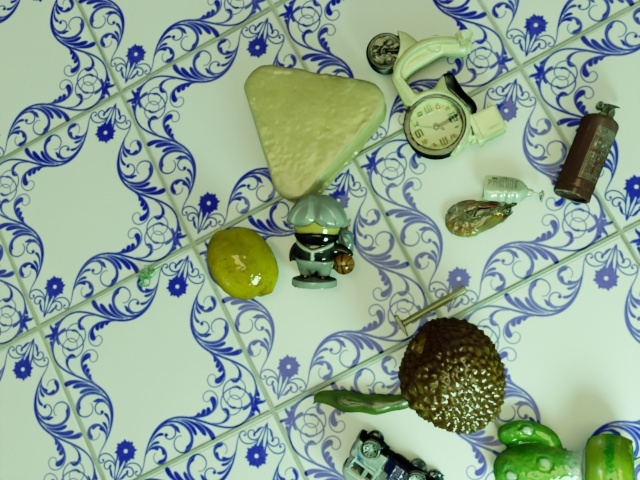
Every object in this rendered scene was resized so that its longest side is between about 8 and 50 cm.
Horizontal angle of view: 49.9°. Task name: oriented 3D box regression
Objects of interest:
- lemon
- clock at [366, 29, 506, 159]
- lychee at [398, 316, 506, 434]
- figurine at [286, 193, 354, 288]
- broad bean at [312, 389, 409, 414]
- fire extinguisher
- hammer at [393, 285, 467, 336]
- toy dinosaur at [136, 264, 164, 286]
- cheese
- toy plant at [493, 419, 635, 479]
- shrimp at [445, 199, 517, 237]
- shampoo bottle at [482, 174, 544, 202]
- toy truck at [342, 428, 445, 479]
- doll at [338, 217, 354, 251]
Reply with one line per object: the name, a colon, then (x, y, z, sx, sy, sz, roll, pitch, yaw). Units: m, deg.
lemon: (-0.203, 0.061, 1.783, 0.170, 0.170, 0.207, -32, 85, 4)
clock: (0.303, -0.401, 1.794, 0.277, 0.120, 0.378, -23, 85, 9)
lychee: (0.321, 0.324, 1.634, 0.268, 0.267, 0.267, -1, 83, 9)
figurine: (0.000, 0.000, 1.753, 0.176, 0.133, 0.236, 1, 97, 7)
broad bean: (0.125, 0.413, 1.749, 0.298, 0.043, 0.060, -1, 72, 8)
fire extinguisher: (0.677, -0.230, 1.722, 0.105, 0.105, 0.268, 22, 86, 11)
hammer: (0.289, 0.176, 1.768, 0.199, 0.013, 0.062, -30, 80, 5)
toy dinosaur: (-0.470, 0.098, 1.892, 0.083, 0.021, 0.062, 2, 90, 13)
cheese: (-0.039, -0.271, 1.829, 0.384, 0.104, 0.383, -1, 83, 9)
toy plant: (0.568, 0.545, 1.619, 0.316, 0.184, 0.224, -1, 77, 25)
shrimp: (0.413, -0.068, 1.766, 0.190, 0.042, 0.101, -17, 73, 7)
shampoo bottle: (0.491, -0.128, 1.749, 0.152, 0.045, 0.077, 6, 48, 11)
toy truck: (0.177, 0.593, 1.678, 0.268, 0.124, 0.155, 32, 94, 10)
doll: (0.066, -0.012, 1.813, 0.057, 0.039, 0.114, -20, 77, 1)
